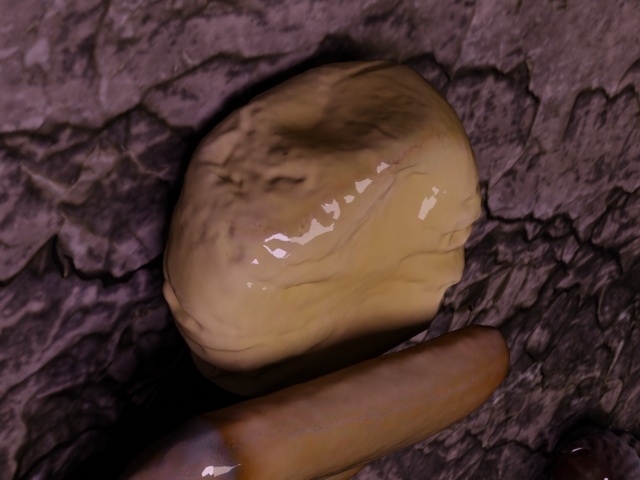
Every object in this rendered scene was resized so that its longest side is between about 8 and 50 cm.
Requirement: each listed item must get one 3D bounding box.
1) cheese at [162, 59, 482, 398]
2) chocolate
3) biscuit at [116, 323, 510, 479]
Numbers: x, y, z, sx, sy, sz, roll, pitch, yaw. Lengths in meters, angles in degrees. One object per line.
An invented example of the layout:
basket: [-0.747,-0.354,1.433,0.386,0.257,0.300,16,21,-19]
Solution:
cheese: [0.000,0.000,1.150,0.226,0.117,0.214,-31,144,-23]
chocolate: [0.288,0.232,1.683,0.248,0.110,0.110,19,103,-54]
biscuit: [-0.033,0.142,1.175,0.291,0.062,0.237,-16,167,-44]
